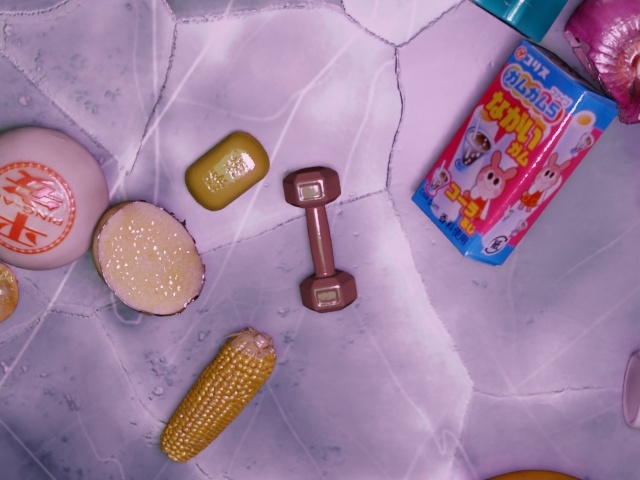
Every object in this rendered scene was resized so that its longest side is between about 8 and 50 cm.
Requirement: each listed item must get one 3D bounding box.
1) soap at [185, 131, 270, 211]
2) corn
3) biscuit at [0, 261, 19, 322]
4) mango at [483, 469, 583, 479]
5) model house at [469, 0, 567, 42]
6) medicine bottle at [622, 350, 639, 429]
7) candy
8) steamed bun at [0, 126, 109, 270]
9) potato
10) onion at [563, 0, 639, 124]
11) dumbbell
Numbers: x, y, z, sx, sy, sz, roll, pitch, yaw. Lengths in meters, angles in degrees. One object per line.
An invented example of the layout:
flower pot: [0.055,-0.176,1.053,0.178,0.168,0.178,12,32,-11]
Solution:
soap: [-0.149,-0.109,1.822,0.140,0.045,0.089,-37,101,9]
corn: [-0.168,0.255,1.874,0.091,0.091,0.260,46,106,22]
biscuit: [-0.613,0.055,1.884,0.247,0.029,0.118,26,102,-2]
mango: [0.306,0.511,1.843,0.378,0.221,0.264,-27,94,-3]
model house: [0.297,-0.367,1.698,0.127,0.149,0.100,31,104,-5]
medicine bottle: [0.616,0.249,1.809,0.252,0.144,0.144,8,102,-2]
candy: [0.286,-0.128,1.714,0.100,0.157,0.306,16,117,-44]
steamed bun: [-0.453,-0.061,1.794,0.232,0.145,0.231,1,101,3]
potato: [-0.278,0.028,1.824,0.164,0.081,0.200,-45,113,-17]
onion: [0.476,-0.289,1.697,0.200,0.200,0.207,-39,80,9]
dumbbell: [0.000,0.000,1.818,0.092,0.082,0.231,-7,101,5]
